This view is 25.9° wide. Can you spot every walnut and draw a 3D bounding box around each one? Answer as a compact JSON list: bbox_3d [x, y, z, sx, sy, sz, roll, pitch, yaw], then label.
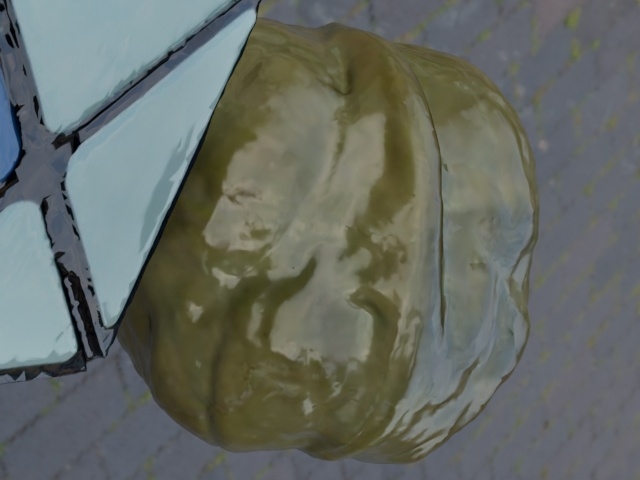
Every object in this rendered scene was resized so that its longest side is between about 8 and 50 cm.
[{"bbox_3d":[-0.002,0.000,0.883,0.253,0.282,0.276,-86,180,-89],"label":"walnut"}]

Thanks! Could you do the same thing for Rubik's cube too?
[{"bbox_3d":[-0.212,-0.086,0.637,0.246,0.248,0.250,0,119,-60],"label":"Rubik's cube"}]
